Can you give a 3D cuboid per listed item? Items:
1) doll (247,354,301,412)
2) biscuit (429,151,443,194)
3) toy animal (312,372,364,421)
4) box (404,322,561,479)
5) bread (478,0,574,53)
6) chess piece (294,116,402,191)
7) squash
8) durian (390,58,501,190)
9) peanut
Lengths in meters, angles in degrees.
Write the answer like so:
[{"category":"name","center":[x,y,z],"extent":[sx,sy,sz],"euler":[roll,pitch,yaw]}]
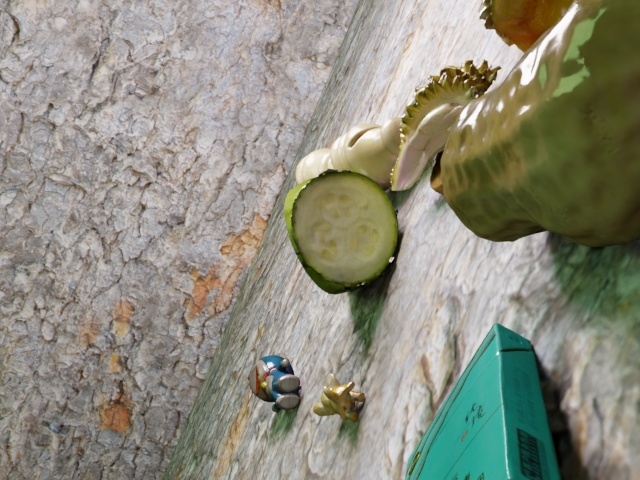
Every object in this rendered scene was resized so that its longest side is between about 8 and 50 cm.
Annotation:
[{"category":"doll","center":[-0.082,0.261,1.162],"extent":[0.152,0.086,0.114],"euler":[-166,79,-67]},{"category":"biscuit","center":[0.183,-0.106,0.764],"extent":[0.133,0.027,0.184],"euler":[-68,11,-22]},{"category":"toy animal","center":[0.016,0.212,0.845],"extent":[0.083,0.081,0.060],"euler":[1,71,56]},{"category":"box","center":[0.103,0.169,0.446],"extent":[0.161,0.042,0.226],"euler":[-62,-5,19]},{"category":"bread","center":[0.246,-0.280,0.504],"extent":[0.119,0.153,0.288],"euler":[-84,19,-70]},{"category":"chess piece","center":[0.077,-0.126,1.049],"extent":[0.124,0.138,0.307],"euler":[-30,3,-25]},{"category":"squash","center":[0.000,0.000,1.008],"extent":[0.260,0.189,0.189],"euler":[-22,47,67]},{"category":"durian","center":[0.136,-0.150,0.815],"extent":[0.224,0.078,0.140],"euler":[-53,13,36]},{"category":"peanut","center":[0.179,-0.068,0.452],"extent":[0.291,0.143,0.159],"euler":[131,150,-71]}]
